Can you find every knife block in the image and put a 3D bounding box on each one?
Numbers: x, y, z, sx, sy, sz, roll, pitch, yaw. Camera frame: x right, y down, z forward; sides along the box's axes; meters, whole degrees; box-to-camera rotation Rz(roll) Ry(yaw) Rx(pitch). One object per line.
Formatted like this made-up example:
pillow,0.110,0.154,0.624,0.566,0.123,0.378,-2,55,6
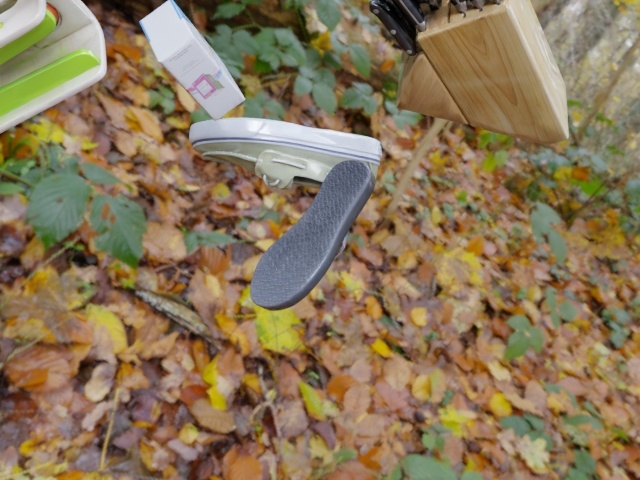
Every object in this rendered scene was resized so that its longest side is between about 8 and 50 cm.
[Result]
knife block,0.176,-0.226,0.653,0.275,0.242,0.088,13,62,-6

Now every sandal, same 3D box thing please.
sandal,0.001,0.000,0.901,0.097,0.255,0.054,26,-19,39

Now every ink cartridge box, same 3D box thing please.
ink cartridge box,-0.155,-0.218,0.784,0.089,0.052,0.122,60,6,33

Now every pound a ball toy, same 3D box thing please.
pound a ball toy,-0.438,-0.271,0.832,0.208,0.319,0.136,46,24,-57

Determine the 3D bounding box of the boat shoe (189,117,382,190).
boat shoe,-0.053,-0.126,0.989,0.302,0.094,0.109,5,-5,-4
